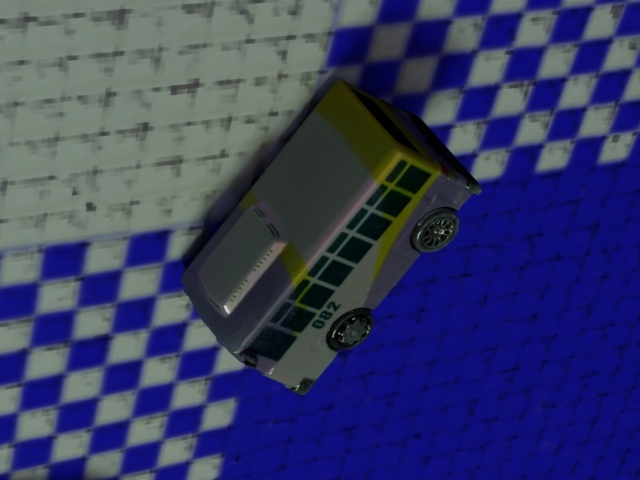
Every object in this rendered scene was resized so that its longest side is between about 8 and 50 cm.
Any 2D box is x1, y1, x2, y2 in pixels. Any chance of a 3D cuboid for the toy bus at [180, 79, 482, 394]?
[{"bbox_3d":[0.000,0.000,0.619,0.058,0.052,0.102,25,111,-46],"label":"toy bus"}]
